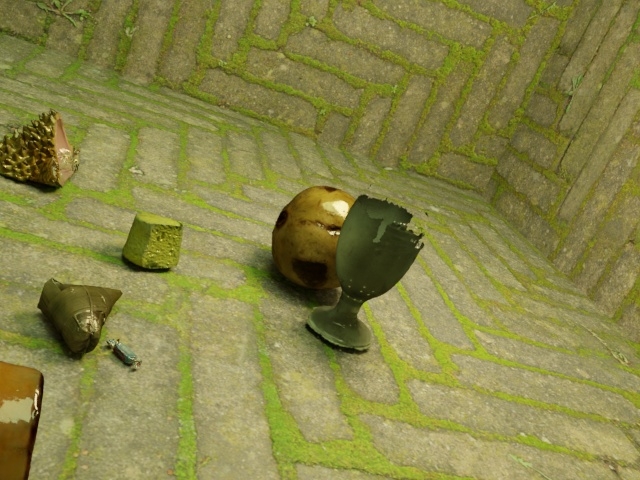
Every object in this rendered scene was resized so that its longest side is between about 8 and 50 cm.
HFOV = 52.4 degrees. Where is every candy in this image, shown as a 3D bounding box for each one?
[{"bbox_3d":[-0.351,0.201,1.169,0.083,0.020,0.030,33,24,22],"label":"candy"}]

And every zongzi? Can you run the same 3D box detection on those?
[{"bbox_3d":[-0.408,0.141,1.195,0.176,0.078,0.160,10,29,-52],"label":"zongzi"}]

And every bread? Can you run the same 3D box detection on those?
[{"bbox_3d":[-0.387,0.001,1.501,0.111,0.114,0.129,30,17,36],"label":"bread"}]

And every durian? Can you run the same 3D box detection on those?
[{"bbox_3d":[-0.763,-0.231,1.709,0.196,0.185,0.305,-5,35,-7],"label":"durian"}]

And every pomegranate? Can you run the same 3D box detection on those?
[{"bbox_3d":[0.000,0.000,1.702,0.281,0.281,0.281,20,21,-8],"label":"pomegranate"}]

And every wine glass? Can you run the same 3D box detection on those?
[{"bbox_3d":[0.105,0.068,1.506,0.191,0.356,0.190,22,18,-8],"label":"wine glass"}]

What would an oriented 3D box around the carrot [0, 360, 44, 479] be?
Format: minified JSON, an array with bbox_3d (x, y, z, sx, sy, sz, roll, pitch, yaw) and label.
[{"bbox_3d":[-0.493,0.207,0.722,0.341,0.224,0.224,14,22,-22],"label":"carrot"}]
